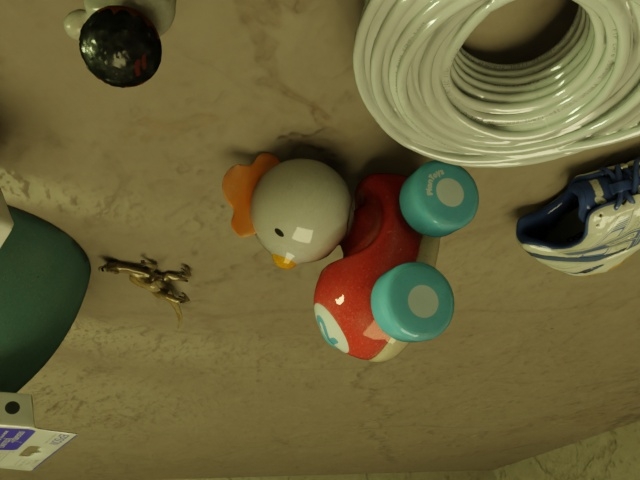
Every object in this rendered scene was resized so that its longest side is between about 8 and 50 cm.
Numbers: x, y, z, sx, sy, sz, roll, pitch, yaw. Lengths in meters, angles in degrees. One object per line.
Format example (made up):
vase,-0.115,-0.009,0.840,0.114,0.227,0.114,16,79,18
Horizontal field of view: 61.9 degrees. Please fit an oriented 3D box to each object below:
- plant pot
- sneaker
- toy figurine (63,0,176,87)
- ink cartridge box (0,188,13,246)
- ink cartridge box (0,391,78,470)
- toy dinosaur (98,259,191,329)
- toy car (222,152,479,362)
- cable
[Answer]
plant pot,-0.451,0.104,0.652,0.291,0.195,0.290,-4,147,-3
sneaker,0.370,-0.045,0.628,0.131,0.111,0.296,15,141,-29
toy figurine,-0.156,-0.194,0.279,0.213,0.148,0.209,11,144,-25
ink cartridge box,-0.398,-0.051,0.424,0.237,0.172,0.100,31,94,-43
ink cartridge box,-0.412,0.221,0.614,0.208,0.045,0.206,20,139,-33
toy dinosaur,-0.231,0.068,0.778,0.093,0.053,0.183,-6,143,30
toy car,0.000,0.000,0.575,0.238,0.210,0.219,21,161,-9
cable,0.156,-0.156,0.414,0.257,0.089,0.257,-18,144,38
